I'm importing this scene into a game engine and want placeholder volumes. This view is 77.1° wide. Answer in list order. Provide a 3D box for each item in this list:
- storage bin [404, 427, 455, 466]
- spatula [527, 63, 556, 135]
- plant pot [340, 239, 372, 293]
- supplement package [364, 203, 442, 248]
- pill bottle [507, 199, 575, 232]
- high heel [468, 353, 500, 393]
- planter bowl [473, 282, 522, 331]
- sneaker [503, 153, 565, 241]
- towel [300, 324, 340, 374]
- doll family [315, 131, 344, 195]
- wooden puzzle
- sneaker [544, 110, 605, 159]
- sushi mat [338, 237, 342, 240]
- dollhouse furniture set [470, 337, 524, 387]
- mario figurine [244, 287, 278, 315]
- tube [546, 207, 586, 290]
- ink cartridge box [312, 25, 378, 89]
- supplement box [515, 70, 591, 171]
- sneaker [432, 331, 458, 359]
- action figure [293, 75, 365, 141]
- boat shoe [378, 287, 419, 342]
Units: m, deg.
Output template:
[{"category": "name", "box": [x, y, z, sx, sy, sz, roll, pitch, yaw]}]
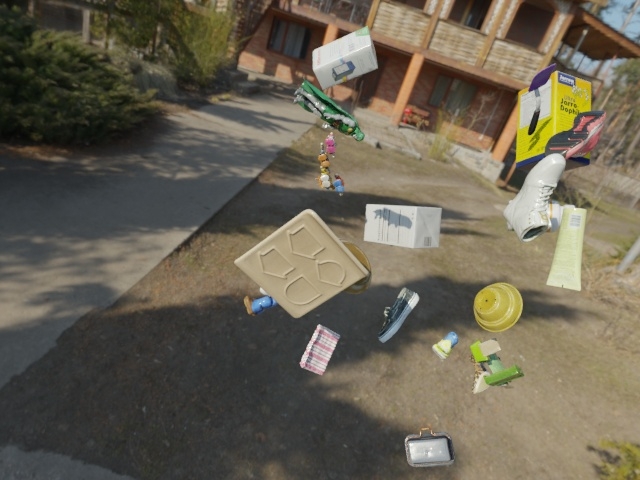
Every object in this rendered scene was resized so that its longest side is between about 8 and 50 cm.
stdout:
[{"category": "storage bin", "box": [0.304, 0.582, 1.129, 0.135, 0.091, 0.098, -10, 63, 11]}, {"category": "spatula", "box": [0.787, -0.498, 1.461, 0.084, 0.296, 0.030, -26, 50, -2]}, {"category": "plant pot", "box": [0.112, 0.093, 1.563, 0.237, 0.032, 0.236, 20, 50, -25]}, {"category": "supplement package", "box": [0.360, -0.067, 1.784, 0.178, 0.175, 0.293, -1, 7, -37]}, {"category": "pill bottle", "box": [0.934, -0.103, 1.712, 0.246, 0.136, 0.136, 3, 18, 22]}, {"category": "high heel", "box": [0.838, 0.719, 2.178, 0.261, 0.093, 0.186, -42, 14, -28]}, {"category": "planter bowl", "box": [0.716, 0.265, 1.680, 0.090, 0.217, 0.217, 27, 18, -29]}, {"category": "sneaker", "box": [0.734, -0.125, 1.328, 0.108, 0.292, 0.169, 6, 44, -10]}, {"category": "towel", "box": [0.003, 0.485, 1.772, 0.144, 0.197, 0.029, 35, -15, -36]}, {"category": "doll family", "box": [0.025, -0.307, 1.668, 0.119, 0.262, 0.163, -10, 13, 8]}, {"category": "wooden puzzle", "box": [-0.062, 0.082, 1.364, 0.322, 0.348, 0.080, 47, 23, -24]}, {"category": "sneaker", "box": [0.941, -0.349, 1.463, 0.314, 0.136, 0.116, -37, 31, -19]}, {"category": "sushi mat", "box": [0.000, 0.000, 1.825, 0.317, 0.151, 0.019, 23, 58, 40]}, {"category": "dollhouse furniture set", "box": [0.867, 0.579, 1.908, 0.302, 0.151, 0.197, 29, 37, -44]}, {"category": "mario figurine", "box": [-0.173, 0.215, 1.778, 0.321, 0.170, 0.198, -20, 18, 0]}, {"category": "tube", "box": [0.742, 0.023, 1.202, 0.062, 0.240, 0.070, 8, 0, 1]}, {"category": "ink cartridge box", "box": [0.085, -0.645, 1.423, 0.213, 0.093, 0.154, -15, 48, 16]}, {"category": "supplement box", "box": [0.970, -0.476, 1.677, 0.196, 0.356, 0.194, 8, -7, -18]}, {"category": "sneaker", "box": [0.675, 0.557, 2.131, 0.091, 0.126, 0.240, 49, -11, 19]}, {"category": "action figure", "box": [0.030, -0.361, 1.163, 0.232, 0.063, 0.137, 33, -11, 0]}, {"category": "boat shoe", "box": [0.412, 0.412, 2.256, 0.119, 0.335, 0.121, 36, -4, 0]}]
